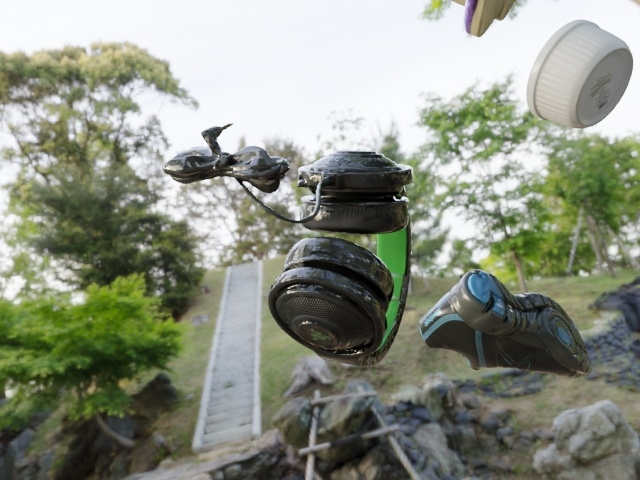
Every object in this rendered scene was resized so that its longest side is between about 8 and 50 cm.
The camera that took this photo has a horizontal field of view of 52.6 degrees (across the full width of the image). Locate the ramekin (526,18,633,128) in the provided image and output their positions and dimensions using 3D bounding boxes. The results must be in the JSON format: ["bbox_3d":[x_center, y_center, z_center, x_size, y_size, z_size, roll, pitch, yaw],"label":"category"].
[{"bbox_3d":[0.522,-0.322,1.288,0.207,0.109,0.207,-23,-46,-27],"label":"ramekin"}]

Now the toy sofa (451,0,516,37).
[{"bbox_3d":[0.187,-0.444,0.785,0.177,0.150,0.362,-48,-26,-17],"label":"toy sofa"}]

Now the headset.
[{"bbox_3d":[0.000,0.000,0.723,0.185,0.243,0.394,5,-18,23],"label":"headset"}]

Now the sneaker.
[{"bbox_3d":[0.311,0.155,1.067,0.341,0.125,0.139,27,-52,-28],"label":"sneaker"}]
